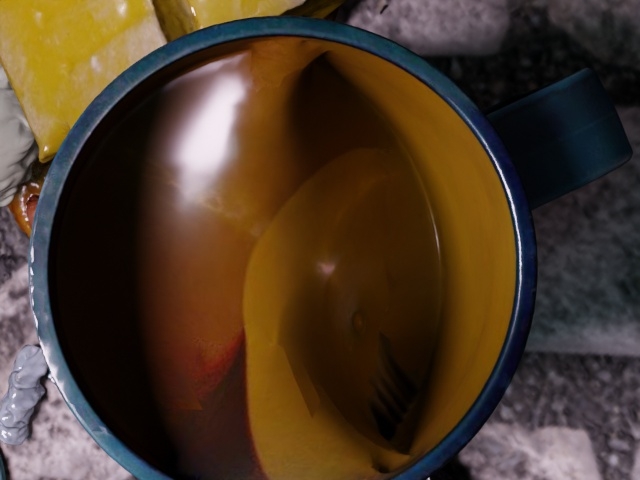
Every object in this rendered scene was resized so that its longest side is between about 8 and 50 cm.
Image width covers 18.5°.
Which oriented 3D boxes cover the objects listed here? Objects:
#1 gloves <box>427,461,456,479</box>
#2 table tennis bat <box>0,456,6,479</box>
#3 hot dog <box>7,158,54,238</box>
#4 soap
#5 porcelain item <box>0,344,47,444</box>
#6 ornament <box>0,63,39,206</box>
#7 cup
[{"bbox_3d":[0.013,0.174,1.263,0.164,0.124,0.203,-36,91,14],"label":"gloves"},{"bbox_3d":[-0.290,0.217,1.494,0.124,0.033,0.201,13,105,29],"label":"table tennis bat"},{"bbox_3d":[-0.171,0.005,1.358,0.066,0.047,0.216,-30,87,30],"label":"hot dog"},{"bbox_3d":[-0.114,-0.228,1.216,0.259,0.143,0.281,-28,83,33],"label":"soap"},{"bbox_3d":[-0.213,0.109,1.418,0.028,0.036,0.083,18,122,-9],"label":"porcelain item"},{"bbox_3d":[-0.305,-0.109,1.330,0.285,0.120,0.130,25,75,27],"label":"ornament"},{"bbox_3d":[-0.017,-0.008,1.077,0.242,0.292,0.308,35,84,-5],"label":"cup"}]
